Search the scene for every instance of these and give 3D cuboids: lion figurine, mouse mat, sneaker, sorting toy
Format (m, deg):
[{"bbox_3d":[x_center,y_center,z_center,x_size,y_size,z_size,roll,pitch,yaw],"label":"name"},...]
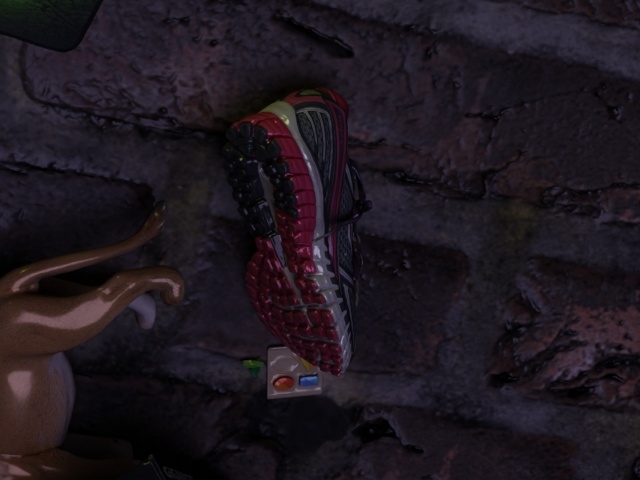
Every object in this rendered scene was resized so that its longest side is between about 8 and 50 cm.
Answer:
[{"bbox_3d":[-0.272,0.142,1.708,0.240,0.142,0.392,3,108,-19],"label":"lion figurine"},{"bbox_3d":[-0.265,-0.239,1.558,0.189,0.007,0.153,15,127,-27],"label":"mouse mat"},{"bbox_3d":[0.000,0.000,1.726,0.112,0.121,0.299,-35,134,-33],"label":"sneaker"},{"bbox_3d":[-0.038,0.133,1.833,0.083,0.012,0.062,-5,117,-14],"label":"sorting toy"}]

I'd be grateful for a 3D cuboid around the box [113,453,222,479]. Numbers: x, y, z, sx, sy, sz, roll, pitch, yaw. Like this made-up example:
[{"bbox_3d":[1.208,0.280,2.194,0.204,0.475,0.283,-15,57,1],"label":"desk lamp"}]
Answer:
[{"bbox_3d":[-0.218,0.326,1.749,0.295,0.073,0.293,-35,162,4],"label":"box"}]
